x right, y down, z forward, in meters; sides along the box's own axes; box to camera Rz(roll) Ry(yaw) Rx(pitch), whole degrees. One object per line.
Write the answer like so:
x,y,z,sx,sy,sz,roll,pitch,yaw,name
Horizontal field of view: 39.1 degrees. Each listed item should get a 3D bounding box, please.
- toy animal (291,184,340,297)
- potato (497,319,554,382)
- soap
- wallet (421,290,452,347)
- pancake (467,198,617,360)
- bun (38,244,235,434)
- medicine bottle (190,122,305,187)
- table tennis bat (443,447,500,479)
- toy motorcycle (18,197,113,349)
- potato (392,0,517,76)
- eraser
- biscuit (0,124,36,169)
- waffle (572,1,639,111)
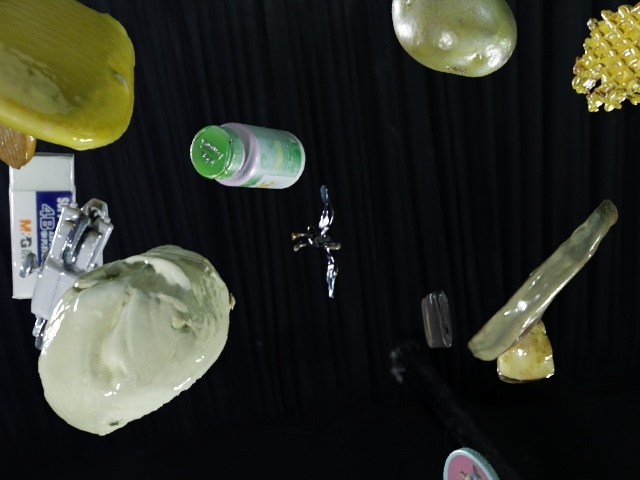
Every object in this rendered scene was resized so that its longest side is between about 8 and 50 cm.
0.000,0.000,1.703,0.108,0.220,0.062,7,-160,42,toy animal
0.316,0.169,1.444,0.066,0.103,0.096,-19,-165,-30,potato
-0.396,-0.250,1.241,0.306,0.115,0.427,33,-160,-18,soap
0.168,0.116,1.306,0.018,0.082,0.157,-9,174,-3,wallet
0.315,0.061,1.256,0.049,0.294,0.294,43,-140,15,pancake
-0.230,0.103,1.070,0.259,0.160,0.259,-32,-167,8,bun
-0.154,-0.180,1.917,0.133,0.133,0.274,5,-177,29,medicine bottle
0.242,0.440,1.503,0.040,0.244,0.153,-12,-122,-26,table tennis bat
-0.372,0.041,1.356,0.110,0.260,0.171,23,-144,-6,toy motorcycle
0.202,-0.352,1.420,0.174,0.159,0.251,21,-146,-36,potato
-0.550,-0.032,1.791,0.130,0.287,0.086,0,-165,-15,eraser
-0.542,-0.247,1.516,0.037,0.262,0.262,-26,-152,-33,biscuit
0.578,-0.354,1.706,0.051,0.229,0.231,29,162,-30,waffle
